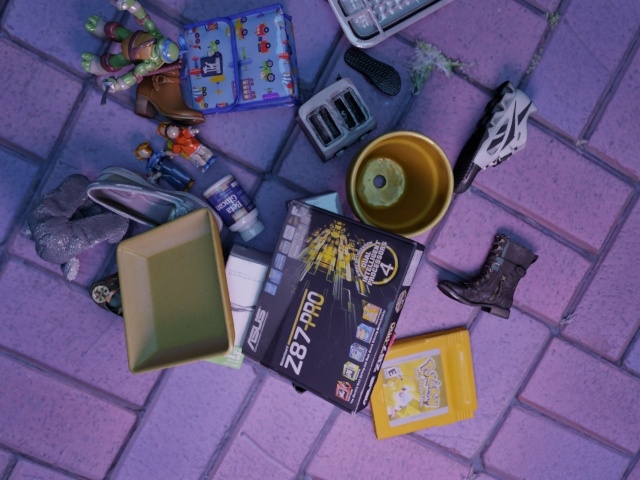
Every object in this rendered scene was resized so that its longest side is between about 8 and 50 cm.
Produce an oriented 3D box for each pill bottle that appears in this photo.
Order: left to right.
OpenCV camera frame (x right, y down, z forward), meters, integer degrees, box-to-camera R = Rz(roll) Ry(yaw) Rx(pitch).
[{"bbox_3d":[-0.223,-0.083,1.251,0.094,0.094,0.169,-36,101,-1],"label":"pill bottle"}]

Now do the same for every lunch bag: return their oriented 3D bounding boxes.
[{"bbox_3d":[-0.212,-0.441,1.200,0.293,0.138,0.221,-5,100,10],"label":"lunch bag"}]

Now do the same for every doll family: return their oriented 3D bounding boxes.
[{"bbox_3d":[-0.384,-0.205,1.218,0.163,0.118,0.263,40,112,-17],"label":"doll family"}]

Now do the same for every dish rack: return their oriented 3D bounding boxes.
[{"bbox_3d":[0.162,-0.680,1.225,0.332,0.072,0.286,-30,100,-2],"label":"dish rack"}]

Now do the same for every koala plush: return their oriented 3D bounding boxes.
[{"bbox_3d":[-0.634,-0.013,1.173,0.196,0.203,0.221,48,127,-8],"label":"koala plush"}]

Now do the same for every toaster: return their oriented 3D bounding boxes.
[{"bbox_3d":[0.036,-0.319,1.242,0.168,0.110,0.186,-33,101,-2],"label":"toaster"}]

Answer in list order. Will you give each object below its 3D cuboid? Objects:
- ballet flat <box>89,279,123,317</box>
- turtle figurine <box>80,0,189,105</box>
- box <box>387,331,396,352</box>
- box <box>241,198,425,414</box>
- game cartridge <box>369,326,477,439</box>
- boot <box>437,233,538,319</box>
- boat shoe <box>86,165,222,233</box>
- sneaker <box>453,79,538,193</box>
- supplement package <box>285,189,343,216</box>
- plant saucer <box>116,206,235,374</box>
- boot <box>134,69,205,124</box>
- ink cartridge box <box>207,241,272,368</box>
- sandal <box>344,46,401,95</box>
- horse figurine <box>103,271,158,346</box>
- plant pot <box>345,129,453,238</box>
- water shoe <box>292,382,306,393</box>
[{"bbox_3d":[-0.502,0.185,1.273,0.250,0.058,0.084,34,92,-11],"label":"ballet flat"},{"bbox_3d":[-0.470,-0.446,1.070,0.274,0.266,0.198,-41,134,-38],"label":"turtle figurine"},{"bbox_3d":[0.088,0.230,1.254,0.128,0.257,0.123,25,96,-10],"label":"box"},{"bbox_3d":[0.021,0.139,1.089,0.318,0.097,0.395,22,95,26],"label":"box"},{"bbox_3d":[0.299,0.424,1.414,0.323,0.053,0.285,-11,100,-4],"label":"game cartridge"},{"bbox_3d":[0.484,0.088,1.380,0.263,0.091,0.229,21,90,-14],"label":"boot"},{"bbox_3d":[-0.399,-0.074,1.165,0.320,0.103,0.118,27,118,-14],"label":"boat shoe"},{"bbox_3d":[0.484,-0.256,1.301,0.146,0.122,0.331,30,94,-8],"label":"sneaker"},{"bbox_3d":[0.000,0.000,1.271,0.139,0.134,0.244,-15,100,-5],"label":"supplement package"},{"bbox_3d":[-0.335,0.126,1.136,0.332,0.081,0.333,-18,77,28],"label":"plant saucer"},{"bbox_3d":[-0.367,-0.374,1.185,0.197,0.073,0.152,13,89,8],"label":"boot"},{"bbox_3d":[-0.217,0.159,1.234,0.114,0.198,0.273,18,96,-9],"label":"ink cartridge box"},{"bbox_3d":[0.142,-0.453,1.277,0.179,0.040,0.067,37,87,4],"label":"sandal"},{"bbox_3d":[-0.440,0.151,1.253,0.263,0.066,0.174,42,59,-2],"label":"horse figurine"},{"bbox_3d":[0.177,-0.145,1.220,0.254,0.239,0.254,-1,99,-8],"label":"plant pot"},{"bbox_3d":[0.020,0.392,1.358,0.203,0.080,0.073,-17,100,-4],"label":"water shoe"}]
